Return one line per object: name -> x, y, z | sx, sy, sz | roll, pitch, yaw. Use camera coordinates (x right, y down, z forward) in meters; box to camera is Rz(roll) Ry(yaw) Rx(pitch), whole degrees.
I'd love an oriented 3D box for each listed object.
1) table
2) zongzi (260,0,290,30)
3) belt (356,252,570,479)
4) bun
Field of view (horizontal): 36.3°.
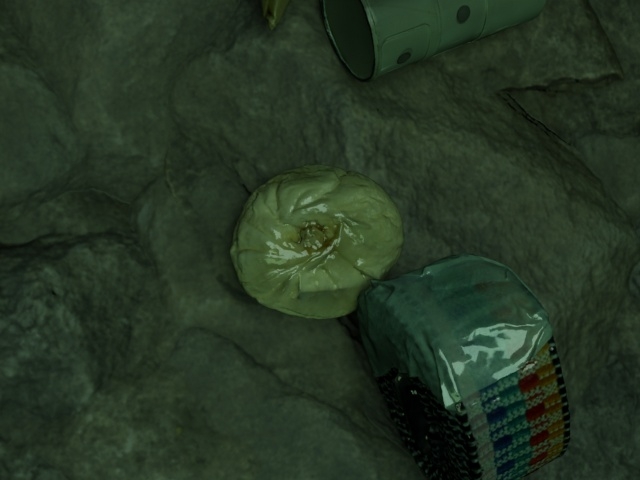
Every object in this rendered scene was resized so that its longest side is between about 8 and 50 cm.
table -> 0.123, -0.267, 1.068 | 0.220, 0.126, 0.126 | -23, 91, -17
zongzi -> -0.095, -0.413, 1.020 | 0.274, 0.145, 0.300 | 28, 85, -7
belt -> 0.143, 0.135, 0.994 | 0.150, 0.207, 0.257 | -26, 115, -17
bun -> 0.000, 0.000, 1.019 | 0.188, 0.111, 0.164 | 3, 87, -18
